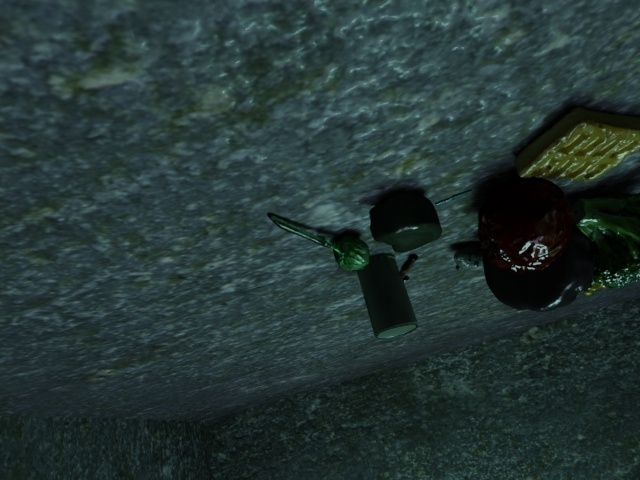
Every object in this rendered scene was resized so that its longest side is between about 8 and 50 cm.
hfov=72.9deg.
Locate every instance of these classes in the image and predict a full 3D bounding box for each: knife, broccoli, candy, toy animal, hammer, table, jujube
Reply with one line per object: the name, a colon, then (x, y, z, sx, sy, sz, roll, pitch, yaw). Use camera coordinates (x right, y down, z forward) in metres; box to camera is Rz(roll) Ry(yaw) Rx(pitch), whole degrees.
knife: (0.322, -0.103, 1.046, 0.091, 0.005, 0.014, -20, 155, 11)
broccoli: (0.809, -0.006, 1.214, 0.276, 0.307, 0.307, 23, 144, -8)
candy: (0.002, 0.000, 1.021, 0.097, 0.096, 0.324, -33, 141, 33)
toy animal: (0.516, 0.055, 1.377, 0.253, 0.079, 0.070, 3, 171, -29)
hammer: (0.271, 0.097, 1.398, 0.078, 0.021, 0.201, -10, 153, -10)
table: (0.190, 0.163, 1.260, 0.127, 0.219, 0.126, -12, 154, -6)
jujube: (0.488, -0.035, 1.035, 0.213, 0.212, 0.232, -18, 153, 7)

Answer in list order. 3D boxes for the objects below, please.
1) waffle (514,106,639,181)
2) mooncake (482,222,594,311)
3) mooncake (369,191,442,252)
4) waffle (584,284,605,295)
waffle: (0.564, -0.199, 0.924, 0.275, 0.057, 0.168, -1, 151, -26)
mooncake: (0.596, 0.056, 1.201, 0.142, 0.282, 0.283, 0, 150, -38)
mooncake: (0.190, -0.035, 1.003, 0.169, 0.104, 0.175, -14, 156, -9)
waffle: (0.947, 0.052, 1.393, 0.292, 0.069, 0.259, -58, 176, 35)
